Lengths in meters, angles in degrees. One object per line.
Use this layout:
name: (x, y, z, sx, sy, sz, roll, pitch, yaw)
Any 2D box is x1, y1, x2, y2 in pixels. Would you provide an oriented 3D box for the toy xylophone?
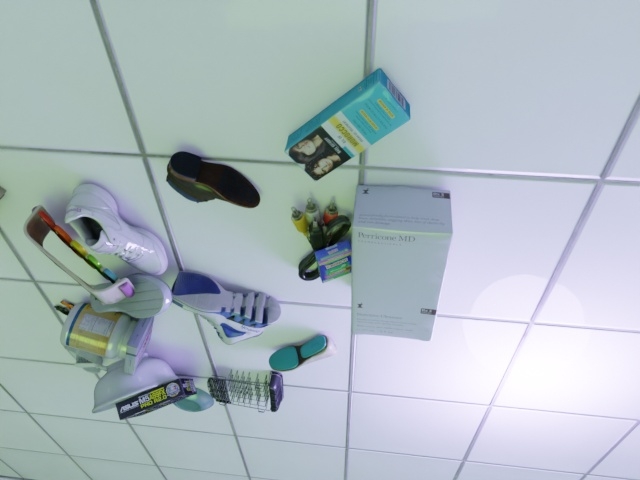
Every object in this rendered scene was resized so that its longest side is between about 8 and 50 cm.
toy xylophone: (-0.624, 0.056, 1.238, 0.322, 0.081, 0.236, 42, 157, -2)

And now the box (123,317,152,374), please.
box: (-0.580, 0.324, 1.534, 0.038, 0.145, 0.186, 20, 133, -9)

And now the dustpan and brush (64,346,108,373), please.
dustpan and brush: (-0.833, 0.452, 1.761, 0.211, 0.060, 0.147, -1, 134, 11)

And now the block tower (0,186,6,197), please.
block tower: (-0.950, -0.060, 1.256, 0.335, 0.091, 0.097, -29, 124, 32)

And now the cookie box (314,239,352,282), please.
cookie box: (0.036, 0.054, 1.201, 0.091, 0.040, 0.107, -20, 149, -6)

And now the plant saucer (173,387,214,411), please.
plant saucer: (-0.526, 0.644, 1.917, 0.194, 0.037, 0.195, 5, 135, 5)

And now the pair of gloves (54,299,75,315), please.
pair of gloves: (-0.828, 0.225, 1.572, 0.083, 0.010, 0.074, -26, 126, 34)

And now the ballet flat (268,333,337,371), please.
ballet flat: (-0.053, 0.372, 1.548, 0.248, 0.086, 0.086, -24, 126, 28)

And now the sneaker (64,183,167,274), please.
sneaker: (-0.515, 0.007, 1.203, 0.114, 0.152, 0.305, -27, 126, 17)

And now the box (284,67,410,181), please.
box: (0.050, -0.222, 0.952, 0.244, 0.060, 0.100, -30, 123, 32)

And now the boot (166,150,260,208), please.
boot: (-0.251, -0.126, 1.106, 0.219, 0.082, 0.106, 27, 154, -22)

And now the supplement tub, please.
supplement tub: (-0.694, 0.290, 1.519, 0.199, 0.144, 0.144, 19, 134, -9)

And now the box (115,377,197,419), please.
box: (-0.561, 0.548, 1.669, 0.216, 0.060, 0.270, -19, 166, -10)

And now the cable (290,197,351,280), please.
cable: (0.000, 0.000, 1.204, 0.139, 0.072, 0.287, -8, 147, -6)

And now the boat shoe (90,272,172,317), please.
boat shoe: (-0.515, 0.149, 1.358, 0.335, 0.121, 0.119, -3, -179, 35)

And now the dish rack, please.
dish rack: (-0.276, 0.547, 1.759, 0.271, 0.074, 0.208, 7, 134, 5)

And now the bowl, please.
bowl: (-0.652, 0.478, 1.665, 0.297, 0.134, 0.298, -21, 167, -5)

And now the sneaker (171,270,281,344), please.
sneaker: (-0.290, 0.220, 1.397, 0.315, 0.127, 0.182, 19, 132, -12)

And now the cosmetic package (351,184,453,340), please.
cosmetic package: (0.183, 0.063, 1.145, 0.217, 0.156, 0.385, 3, 136, 9)
